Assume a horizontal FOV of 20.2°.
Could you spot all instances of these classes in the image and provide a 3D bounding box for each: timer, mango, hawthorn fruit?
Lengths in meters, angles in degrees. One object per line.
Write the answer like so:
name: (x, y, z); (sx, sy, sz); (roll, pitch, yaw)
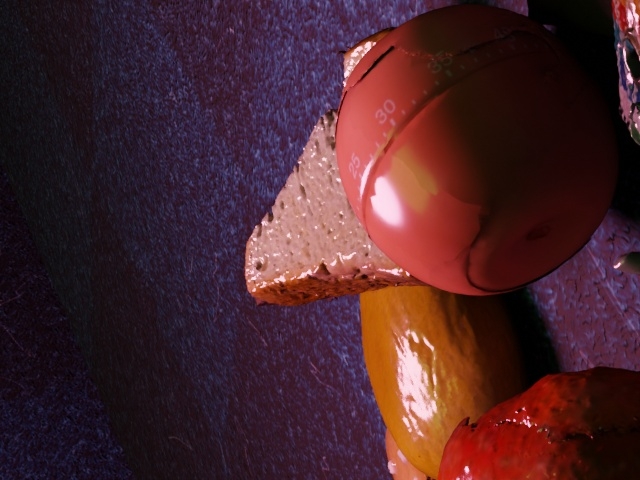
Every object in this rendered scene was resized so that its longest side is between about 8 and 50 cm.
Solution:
timer: (0.129, -0.076, 1.498); (0.215, 0.229, 0.230); (58, 156, 28)
mango: (0.115, 0.091, 1.819); (0.195, 0.142, 0.332); (126, 134, -56)
hawthorn fruit: (0.213, 0.249, 1.381); (0.276, 0.276, 0.307); (132, 150, -68)

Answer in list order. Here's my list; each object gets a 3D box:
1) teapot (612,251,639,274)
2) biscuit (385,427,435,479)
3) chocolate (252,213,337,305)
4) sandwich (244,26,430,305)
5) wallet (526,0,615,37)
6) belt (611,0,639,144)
teapot: (0.302, 0.074, 1.252); (0.239, 0.149, 0.162); (-123, 27, -43)
biscuit: (0.139, 0.366, 2.099); (0.216, 0.047, 0.340); (134, 118, -67)
chocolate: (0.000, 0.000, 2.132); (0.321, 0.112, 0.112); (144, 119, -71)
sandwich: (0.043, -0.067, 1.749); (0.288, 0.099, 0.254); (-12, 76, 51)
wallet: (0.220, -0.243, 1.393); (0.229, 0.049, 0.182); (-149, 49, -61)
belt: (0.280, -0.127, 1.071); (0.257, 0.207, 0.150); (-127, 25, -64)
